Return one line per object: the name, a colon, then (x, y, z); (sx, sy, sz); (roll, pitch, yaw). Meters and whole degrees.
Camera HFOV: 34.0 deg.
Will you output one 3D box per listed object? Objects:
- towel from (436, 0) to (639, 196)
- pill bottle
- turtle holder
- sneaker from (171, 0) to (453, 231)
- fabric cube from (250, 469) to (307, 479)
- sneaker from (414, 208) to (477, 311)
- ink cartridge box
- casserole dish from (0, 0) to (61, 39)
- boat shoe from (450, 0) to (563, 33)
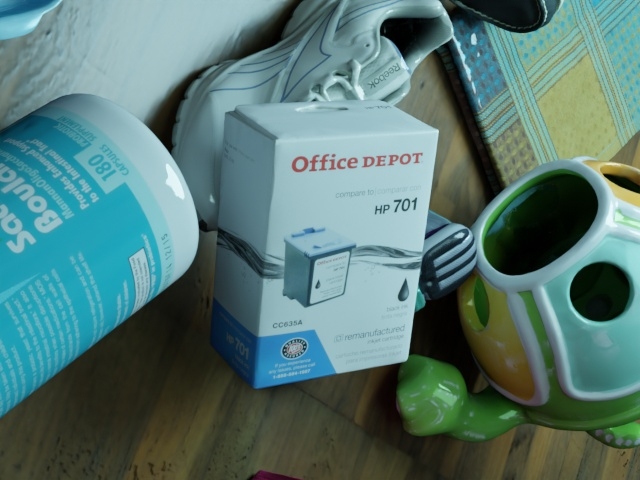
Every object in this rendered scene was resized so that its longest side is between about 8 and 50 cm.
towel: (0.277, -0.200, 1.179); (0.370, 0.040, 0.272); (-41, 117, -33)
pill bottle: (-0.209, 0.029, 0.634); (0.264, 0.146, 0.146); (-41, 118, -36)
turtle holder: (0.222, 0.054, 1.011); (0.227, 0.320, 0.243); (44, 34, -42)
sneaker: (-0.006, -0.120, 0.841); (0.297, 0.129, 0.111); (-52, 127, -28)
fabric cube: (-0.002, 0.362, 0.770); (0.258, 0.259, 0.254); (-41, 117, -38)
sneaker: (0.026, 0.041, 0.927); (0.223, 0.098, 0.083); (-28, 131, -17)
ink cartridge box: (0.000, 0.000, 0.778); (0.139, 0.082, 0.191); (-7, 116, -29)
casserole dish: (-0.234, -0.223, 0.681); (0.114, 0.037, 0.189); (-25, 107, -41)
boat shoe: (0.088, -0.267, 0.923); (0.340, 0.127, 0.113); (37, 59, -35)
